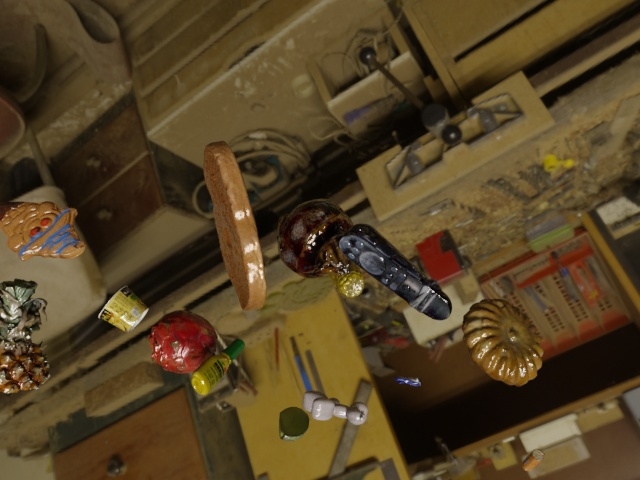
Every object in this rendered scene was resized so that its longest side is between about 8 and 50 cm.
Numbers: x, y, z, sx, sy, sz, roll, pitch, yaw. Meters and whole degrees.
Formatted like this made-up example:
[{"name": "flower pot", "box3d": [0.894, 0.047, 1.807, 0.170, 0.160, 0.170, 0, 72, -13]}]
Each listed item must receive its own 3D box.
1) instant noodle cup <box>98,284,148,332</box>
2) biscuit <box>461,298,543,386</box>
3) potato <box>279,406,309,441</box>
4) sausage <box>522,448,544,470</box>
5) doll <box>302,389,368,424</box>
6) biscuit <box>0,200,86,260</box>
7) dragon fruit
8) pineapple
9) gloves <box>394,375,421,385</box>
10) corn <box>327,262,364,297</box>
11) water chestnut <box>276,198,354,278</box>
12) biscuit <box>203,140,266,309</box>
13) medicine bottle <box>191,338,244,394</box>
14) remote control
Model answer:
[{"name": "instant noodle cup", "box3d": [-0.703, 0.254, 2.030, 0.151, 0.122, 0.151, -51, -179, 1]}, {"name": "biscuit", "box3d": [0.658, 0.347, 1.999, 0.326, 0.326, 0.107, -5, 149, -30]}, {"name": "potato", "box3d": [-0.107, 0.696, 2.111, 0.119, 0.198, 0.054, 23, 106, -3]}, {"name": "sausage", "box3d": [0.539, 0.563, 1.440, 0.031, 0.031, 0.107, -15, 144, -13]}, {"name": "doll", "box3d": [0.045, 0.434, 1.452, 0.160, 0.059, 0.161, 12, 173, -15]}, {"name": "biscuit", "box3d": [-0.728, -0.034, 1.452, 0.183, 0.280, 0.043, -58, 171, -31]}, {"name": "dragon fruit", "box3d": [-0.502, 0.372, 2.059, 0.252, 0.241, 0.241, 21, 143, -9]}, {"name": "pineapple", "box3d": [-0.847, 0.240, 1.533, 0.262, 0.262, 0.272, 5, 103, -43]}, {"name": "gloves", "box3d": [0.275, 0.444, 1.777, 0.086, 0.026, 0.064, 2, 160, 16]}, {"name": "corn", "box3d": [0.066, 0.079, 1.945, 0.120, 0.363, 0.120, -4, 115, -9]}, {"name": "water chestnut", "box3d": [0.000, 0.000, 1.520, 0.223, 0.238, 0.224, -32, 146, -25]}, {"name": "biscuit", "box3d": [-0.219, -0.031, 1.469, 0.078, 0.455, 0.350, -13, -168, -14]}, {"name": "medicine bottle", "box3d": [-0.351, 0.429, 1.967, 0.064, 0.095, 0.260, -8, -160, 30]}, {"name": "remote control", "box3d": [0.159, 0.060, 1.144, 0.066, 0.266, 0.090, -49, 175, -34]}]
